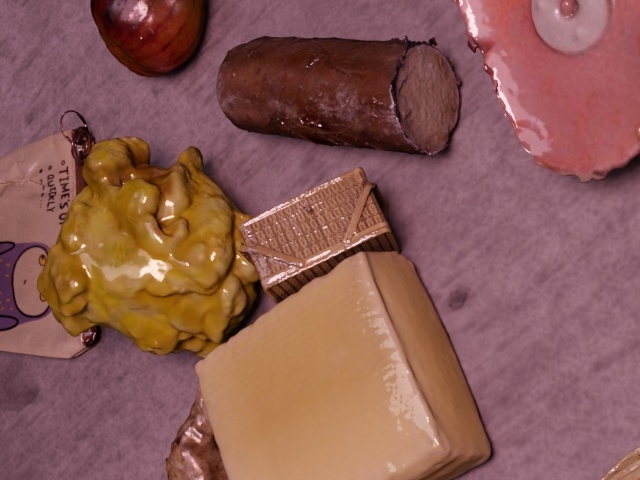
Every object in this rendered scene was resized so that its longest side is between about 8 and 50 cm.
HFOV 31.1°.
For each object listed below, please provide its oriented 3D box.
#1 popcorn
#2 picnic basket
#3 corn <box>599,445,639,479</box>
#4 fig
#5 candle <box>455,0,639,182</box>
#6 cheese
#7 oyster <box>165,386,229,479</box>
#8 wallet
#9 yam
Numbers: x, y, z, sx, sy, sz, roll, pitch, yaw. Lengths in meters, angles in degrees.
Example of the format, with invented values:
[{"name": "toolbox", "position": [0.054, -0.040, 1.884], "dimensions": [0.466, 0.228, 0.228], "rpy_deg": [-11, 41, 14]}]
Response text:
[{"name": "popcorn", "position": [-0.187, 0.014, 1.363], "dimensions": [0.250, 0.235, 0.242], "rpy_deg": [22, 108, 0]}, {"name": "picnic basket", "position": [0.000, 0.000, 1.240], "dimensions": [0.164, 0.115, 0.080], "rpy_deg": [-26, 74, 3]}, {"name": "corn", "position": [0.368, 0.198, 0.967], "dimensions": [0.305, 0.122, 0.123], "rpy_deg": [-32, 37, 27]}, {"name": "fig", "position": [-0.212, -0.305, 1.455], "dimensions": [0.148, 0.149, 0.202], "rpy_deg": [26, 109, 19]}, {"name": "candle", "position": [0.248, -0.234, 1.071], "dimensions": [0.287, 0.131, 0.317], "rpy_deg": [28, 121, 31]}, {"name": "cheese", "position": [0.015, 0.176, 1.231], "dimensions": [0.265, 0.123, 0.243], "rpy_deg": [-35, 60, 30]}, {"name": "oyster", "position": [-0.119, 0.381, 1.319], "dimensions": [0.204, 0.111, 0.396], "rpy_deg": [-35, 68, 32]}, {"name": "wallet", "position": [-0.414, 0.006, 1.622], "dimensions": [0.274, 0.068, 0.336], "rpy_deg": [-12, 78, 34]}, {"name": "yam", "position": [0.019, -0.168, 1.281], "dimensions": [0.279, 0.131, 0.131], "rpy_deg": [12, 91, 41]}]
